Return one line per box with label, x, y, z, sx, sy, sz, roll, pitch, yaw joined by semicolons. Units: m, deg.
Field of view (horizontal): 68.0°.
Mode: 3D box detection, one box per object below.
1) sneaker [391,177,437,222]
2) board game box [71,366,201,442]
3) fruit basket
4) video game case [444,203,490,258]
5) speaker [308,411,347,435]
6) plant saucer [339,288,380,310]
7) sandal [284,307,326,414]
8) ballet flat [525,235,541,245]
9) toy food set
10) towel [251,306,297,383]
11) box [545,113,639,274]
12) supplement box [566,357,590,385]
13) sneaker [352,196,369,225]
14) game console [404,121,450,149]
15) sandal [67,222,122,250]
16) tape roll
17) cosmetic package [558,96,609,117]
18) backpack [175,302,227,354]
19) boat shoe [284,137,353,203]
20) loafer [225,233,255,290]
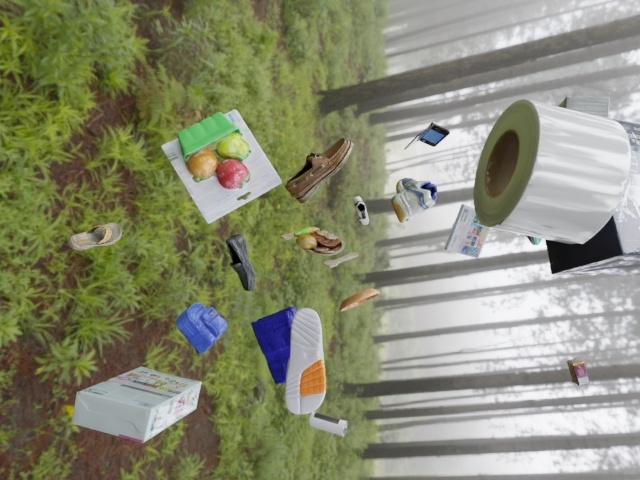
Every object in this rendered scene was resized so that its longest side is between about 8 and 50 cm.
sneaker;0.311;-0.139;1.500;0.112;0.131;0.296;62;21;-15
board game box;-0.519;0.466;1.383;0.303;0.224;0.098;9;91;-78
fruit basket;-0.374;-0.286;1.809;0.353;0.327;0.165;58;-12;0
video game case;0.489;-0.028;1.549;0.019;0.143;0.157;37;-69;61
speaker;0.029;0.671;1.735;0.055;0.136;0.055;10;90;-71
plant saucer;0.173;0.266;2.160;0.037;0.200;0.200;67;11;14
sandal;-0.034;0.305;1.215;0.076;0.101;0.265;102;-9;-87
ballet flat;0.711;-0.064;1.606;0.203;0.074;0.074;60;25;-45
toy food set;0.000;0.000;1.240;0.132;0.192;0.039;-19;127;-41
towel;-0.158;0.467;2.092;0.076;0.227;0.308;-13;80;-79
box;0.684;-0.089;1.081;0.179;0.343;0.313;145;-57;-62
supplement box;0.934;0.475;1.719;0.055;0.043;0.083;2;73;-86
sneaker;0.134;-0.089;1.551;0.109;0.040;0.044;64;-1;-34
game console;0.420;-0.394;1.875;0.144;0.124;0.085;137;-25;-72
sandal;-0.661;-0.017;1.411;0.072;0.049;0.180;46;29;9
tape roll;0.420;-0.127;0.896;0.246;0.169;0.246;-168;-90;-85
cosmetic package;0.786;-0.305;1.442;0.107;0.127;0.238;31;64;-78
backpack;-0.327;0.230;1.312;0.120;0.101;0.098;46;15;-3
boat shoe;-0.005;-0.282;1.788;0.104;0.307;0.110;42;-2;-25
loafer;-0.303;0.088;1.776;0.078;0.076;0.223;-24;106;-43
